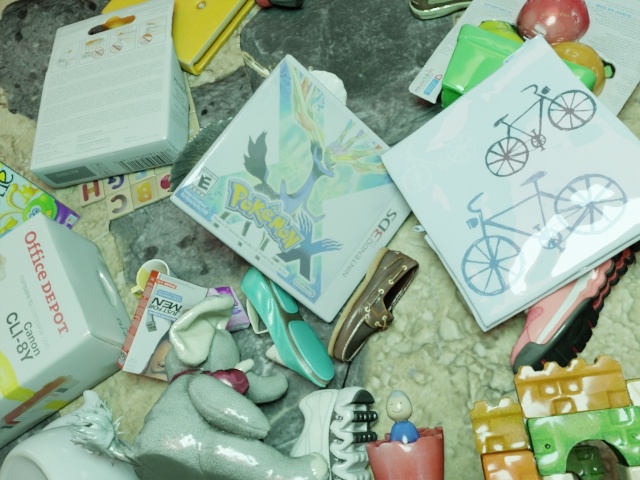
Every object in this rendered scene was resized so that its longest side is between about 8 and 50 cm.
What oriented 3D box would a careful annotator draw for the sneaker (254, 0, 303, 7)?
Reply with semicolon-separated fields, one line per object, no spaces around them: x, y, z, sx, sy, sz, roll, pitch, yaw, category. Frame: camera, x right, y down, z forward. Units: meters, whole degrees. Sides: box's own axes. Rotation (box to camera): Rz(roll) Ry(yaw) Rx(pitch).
-0.033;-0.612;1.221;0.135;0.097;0.276;24;78;22;sneaker

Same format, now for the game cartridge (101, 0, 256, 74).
-0.319;-0.545;1.297;0.323;0.053;0.285;30;78;25;game cartridge

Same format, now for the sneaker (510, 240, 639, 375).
0.358;0.064;0.856;0.136;0.116;0.314;27;77;43;sneaker

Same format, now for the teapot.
-0.341;0.392;0.849;0.252;0.187;0.256;7;96;37;teapot

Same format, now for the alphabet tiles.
-0.392;-0.217;1.198;0.285;0.011;0.343;-21;65;5;alphabet tiles

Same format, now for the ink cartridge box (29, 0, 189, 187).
-0.433;-0.318;1.198;0.308;0.091;0.385;-10;64;13;ink cartridge box

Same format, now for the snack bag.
0.284;-0.091;0.838;0.323;0.037;0.342;-37;65;16;snack bag

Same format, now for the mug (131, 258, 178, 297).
-0.295;0.073;1.024;0.078;0.064;0.062;0;69;15;mug

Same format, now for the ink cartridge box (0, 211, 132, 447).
-0.558;0.176;0.996;0.384;0.160;0.279;-34;64;-1;ink cartridge box

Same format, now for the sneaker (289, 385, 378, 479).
0.011;0.360;0.819;0.118;0.110;0.292;-6;66;31;sneaker

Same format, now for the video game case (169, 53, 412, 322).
-0.021;-0.080;0.923;0.329;0.036;0.300;39;80;-15;video game case

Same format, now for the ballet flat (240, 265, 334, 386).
-0.063;0.147;0.938;0.087;0.083;0.247;-42;62;22;ballet flat

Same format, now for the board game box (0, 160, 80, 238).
-0.615;-0.074;1.050;0.142;0.275;0.144;29;78;23;board game box

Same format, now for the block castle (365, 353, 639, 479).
0.294;0.257;0.671;0.453;0.303;0.213;-10;72;10;block castle

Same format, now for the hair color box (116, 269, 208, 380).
-0.266;0.144;0.956;0.053;0.093;0.167;6;76;59;hair color box

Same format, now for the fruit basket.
0.381;-0.322;0.976;0.327;0.165;0.353;31;72;23;fruit basket

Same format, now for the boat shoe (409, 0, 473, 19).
0.299;-0.507;1.093;0.257;0.095;0.095;-18;65;7;boat shoe

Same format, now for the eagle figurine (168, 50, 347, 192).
-0.094;-0.160;1.004;0.226;0.225;0.298;17;60;12;eagle figurine

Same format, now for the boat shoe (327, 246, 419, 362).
0.087;0.106;0.908;0.073;0.073;0.207;24;76;24;boat shoe

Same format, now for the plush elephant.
-0.156;0.243;0.833;0.330;0.272;0.255;27;40;-5;plush elephant

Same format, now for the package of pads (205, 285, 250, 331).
-0.161;0.119;0.979;0.032;0.050;0.083;-51;58;34;package of pads
